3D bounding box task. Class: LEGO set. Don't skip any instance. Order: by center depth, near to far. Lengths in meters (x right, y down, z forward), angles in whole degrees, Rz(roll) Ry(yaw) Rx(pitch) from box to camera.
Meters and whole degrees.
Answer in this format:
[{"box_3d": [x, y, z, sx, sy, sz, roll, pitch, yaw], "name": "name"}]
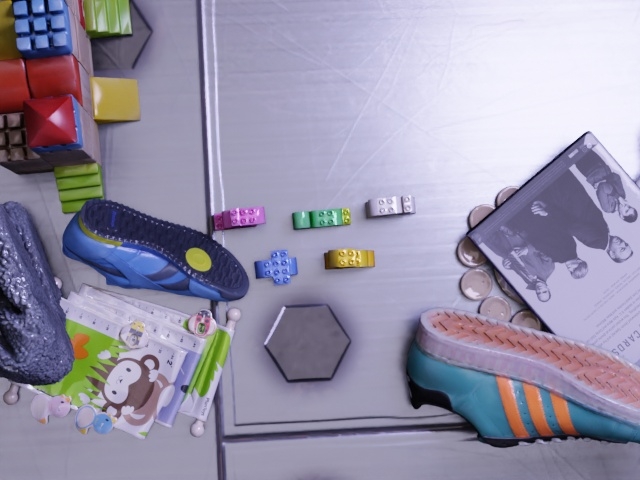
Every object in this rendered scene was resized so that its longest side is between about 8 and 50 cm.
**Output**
[{"box_3d": [0.000, 0.000, 1.555, 0.227, 0.093, 0.087, -6, 88, -4], "name": "LEGO set"}]

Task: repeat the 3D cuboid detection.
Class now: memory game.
[{"box_3d": [0.245, 0.025, 1.608, 0.186, 0.012, 0.186, 0, 88, -4], "name": "memory game"}]

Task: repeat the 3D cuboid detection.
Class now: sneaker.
[{"box_3d": [0.239, 0.174, 1.547, 0.302, 0.108, 0.121, 19, 117, 13], "name": "sneaker"}, {"box_3d": [-0.183, 0.025, 1.567, 0.209, 0.082, 0.069, 22, 42, -15], "name": "sneaker"}]

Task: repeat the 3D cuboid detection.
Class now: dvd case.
[{"box_3d": [0.307, 0.025, 1.578, 0.179, 0.029, 0.238, -41, 92, 5], "name": "dvd case"}]

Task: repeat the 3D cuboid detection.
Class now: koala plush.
[{"box_3d": [-0.389, 0.087, 1.480, 0.221, 0.196, 0.203, -22, 89, -1], "name": "koala plush"}]

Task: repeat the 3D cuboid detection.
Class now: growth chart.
[{"box_3d": [-0.221, 0.136, 1.573, 0.237, 0.021, 0.172, 12, 86, -1], "name": "growth chart"}]

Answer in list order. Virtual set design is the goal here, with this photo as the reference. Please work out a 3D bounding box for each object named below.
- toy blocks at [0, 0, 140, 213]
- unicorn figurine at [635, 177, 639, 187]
[{"box_3d": [-0.299, -0.225, 1.465, 0.191, 0.261, 0.381, -6, 88, -3], "name": "toy blocks"}, {"box_3d": [0.397, -0.076, 1.595, 0.111, 0.060, 0.162, 41, 90, 6], "name": "unicorn figurine"}]
